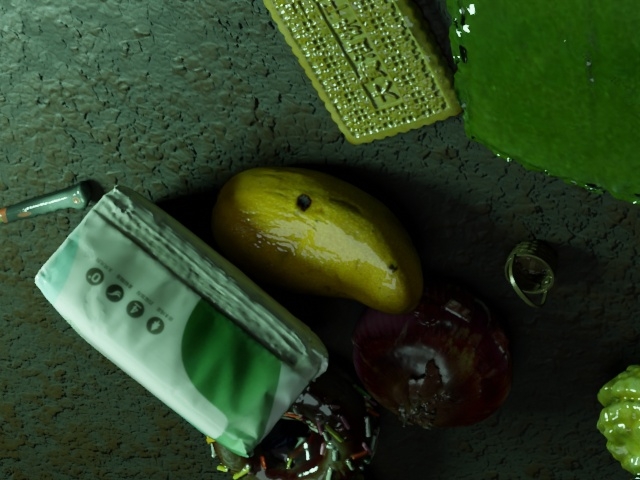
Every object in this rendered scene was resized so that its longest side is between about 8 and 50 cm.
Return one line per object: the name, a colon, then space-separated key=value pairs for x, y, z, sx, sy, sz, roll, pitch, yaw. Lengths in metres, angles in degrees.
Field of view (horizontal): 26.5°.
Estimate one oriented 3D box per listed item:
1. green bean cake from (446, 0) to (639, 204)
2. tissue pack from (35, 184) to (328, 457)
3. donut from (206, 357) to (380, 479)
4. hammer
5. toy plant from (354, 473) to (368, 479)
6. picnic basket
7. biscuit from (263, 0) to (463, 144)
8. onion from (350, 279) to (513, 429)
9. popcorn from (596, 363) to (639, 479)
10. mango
green bean cake: x=0.311 y=-0.220 z=1.374 sx=0.335 sy=0.218 sz=0.319 roll=17 pitch=135 yaw=28
tissue pack: x=-0.174 y=0.113 z=1.774 sx=0.356 sy=0.194 sz=0.266 roll=39 pitch=173 yaw=2
donut: x=-0.044 y=0.277 z=1.995 sx=0.269 sy=0.103 sz=0.270 roll=5 pitch=120 yaw=8
hammer: x=-0.445 y=-0.038 z=1.956 sx=0.287 sy=0.033 sz=0.111 roll=-12 pitch=124 yaw=28
toy plant: x=0.039 y=0.425 z=2.117 sx=0.092 sy=0.093 sz=0.162 roll=22 pitch=133 yaw=3
picnic basket: x=0.264 y=0.046 z=1.725 sx=0.072 sy=0.083 sz=0.072 roll=10 pitch=131 yaw=12
biscuit: x=0.049 y=-0.233 z=1.613 sx=0.172 sy=0.029 sz=0.254 roll=-15 pitch=121 yaw=30
onion: x=0.143 y=0.171 z=1.822 sx=0.230 sy=0.163 sz=0.230 roll=13 pitch=126 yaw=19
popcorn: x=0.443 y=0.243 z=1.779 sx=0.173 sy=0.142 sz=0.173 roll=9 pitch=122 yaw=15
mango: x=0.000 y=-0.003 z=1.762 sx=0.295 sy=0.120 sz=0.177 roll=17 pitch=124 yaw=5
